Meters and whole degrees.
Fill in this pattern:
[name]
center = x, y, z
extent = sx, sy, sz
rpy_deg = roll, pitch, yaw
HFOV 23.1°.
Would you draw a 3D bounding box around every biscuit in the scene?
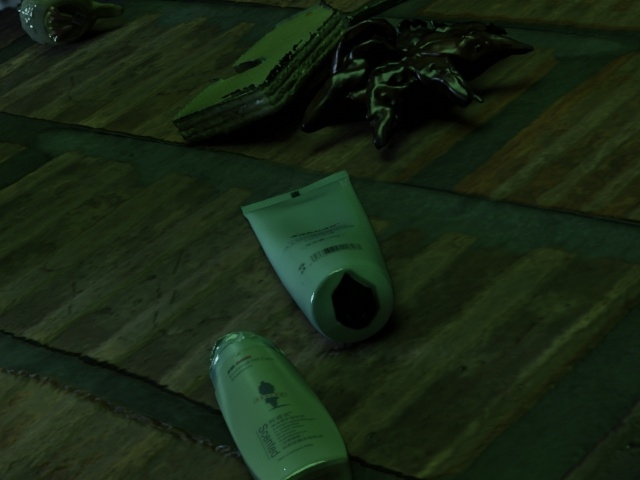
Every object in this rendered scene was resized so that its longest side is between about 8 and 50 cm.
[biscuit]
center = -0.052, -0.195, 1.743
extent = 0.147, 0.046, 0.250
rpy_deg = -18, 22, 39

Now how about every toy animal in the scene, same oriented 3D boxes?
[toy animal]
center = -0.342, -0.315, 2.118
extent = 0.137, 0.098, 0.098
rpy_deg = -12, 25, -18

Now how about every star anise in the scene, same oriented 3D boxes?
[star anise]
center = 0.082, -0.191, 1.626
extent = 0.272, 0.102, 0.272
rpy_deg = -18, 26, 9

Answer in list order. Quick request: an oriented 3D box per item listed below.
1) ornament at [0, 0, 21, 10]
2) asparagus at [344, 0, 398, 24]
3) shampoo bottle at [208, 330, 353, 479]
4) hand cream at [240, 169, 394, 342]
[ornament]
center = -0.438, -0.486, 2.237
extent = 0.337, 0.337, 0.337
rpy_deg = -14, 28, 7
[asparagus]
center = 0.081, -0.289, 1.904
extent = 0.114, 0.014, 0.015
rpy_deg = -27, 63, -16
[shampoo bottle]
center = -0.033, 0.132, 1.161
extent = 0.072, 0.049, 0.212
rpy_deg = -26, 28, -8
[hand cream]
center = 0.000, 0.000, 1.387
extent = 0.109, 0.067, 0.320
rpy_deg = -20, 23, -3
